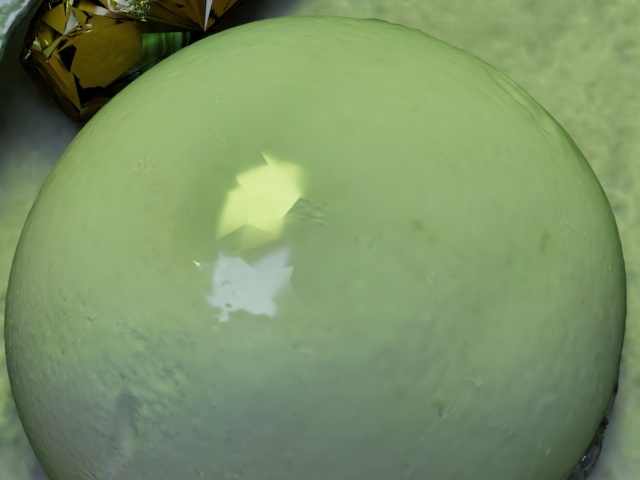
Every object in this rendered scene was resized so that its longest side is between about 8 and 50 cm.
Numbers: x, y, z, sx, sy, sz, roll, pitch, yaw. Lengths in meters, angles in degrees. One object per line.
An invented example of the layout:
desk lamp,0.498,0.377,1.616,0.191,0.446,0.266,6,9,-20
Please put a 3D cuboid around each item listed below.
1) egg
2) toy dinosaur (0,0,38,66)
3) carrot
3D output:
egg,0.003,0.003,0.641,0.264,0.174,0.286,32,65,15
toy dinosaur,-0.203,-0.108,0.759,0.162,0.077,0.294,13,79,23
carrot,-0.049,-0.145,0.787,0.069,0.069,0.229,40,69,22
